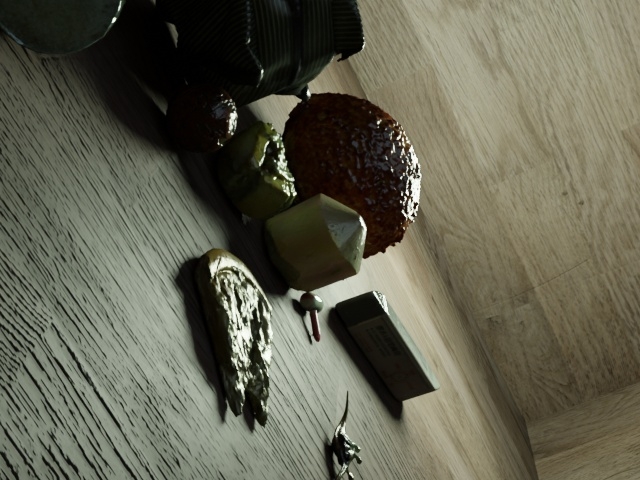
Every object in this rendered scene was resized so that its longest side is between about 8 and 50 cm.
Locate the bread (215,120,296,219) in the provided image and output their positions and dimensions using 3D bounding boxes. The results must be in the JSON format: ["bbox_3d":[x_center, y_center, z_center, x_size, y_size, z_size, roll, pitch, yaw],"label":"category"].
[{"bbox_3d":[-0.112,-0.115,1.406,0.110,0.103,0.156,9,53,-61],"label":"bread"}]

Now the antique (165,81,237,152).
[{"bbox_3d":[-0.162,-0.166,1.273,0.104,0.104,0.104,59,15,-28],"label":"antique"}]

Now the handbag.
[{"bbox_3d":[-0.091,-0.322,1.351,0.240,0.247,0.341,67,-23,1],"label":"handbag"}]

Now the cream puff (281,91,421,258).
[{"bbox_3d":[0.067,-0.132,1.753,0.350,0.229,0.350,36,41,-39],"label":"cream puff"}]

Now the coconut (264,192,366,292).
[{"bbox_3d":[0.000,0.000,1.500,0.147,0.153,0.147,-22,90,-78],"label":"coconut"}]

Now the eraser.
[{"bbox_3d":[0.134,0.210,1.803,0.061,0.089,0.352,-91,155,-49],"label":"eraser"}]

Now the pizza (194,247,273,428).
[{"bbox_3d":[-0.102,0.114,1.177,0.181,0.034,0.262,54,18,-44],"label":"pizza"}]

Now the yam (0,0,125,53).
[{"bbox_3d":[-0.271,-0.312,1.057,0.133,0.133,0.330,60,11,-25],"label":"yam"}]

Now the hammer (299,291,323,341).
[{"bbox_3d":[-0.010,0.126,1.522,0.052,0.031,0.083,35,40,-59],"label":"hammer"}]

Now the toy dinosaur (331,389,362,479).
[{"bbox_3d":[0.038,0.308,1.383,0.180,0.037,0.058,-93,160,-54],"label":"toy dinosaur"}]
